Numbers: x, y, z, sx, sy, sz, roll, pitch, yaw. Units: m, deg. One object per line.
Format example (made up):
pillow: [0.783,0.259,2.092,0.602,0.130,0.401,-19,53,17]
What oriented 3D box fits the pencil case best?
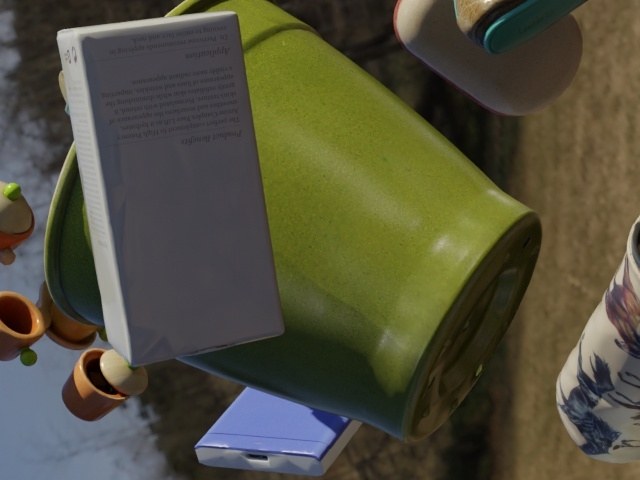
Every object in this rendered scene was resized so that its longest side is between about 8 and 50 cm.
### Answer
pencil case: [0.404,0.115,1.702,0.160,0.184,0.410,45,152,23]

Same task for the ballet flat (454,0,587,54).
ballet flat: [0.289,-0.312,1.470,0.116,0.342,0.124,69,175,-65]

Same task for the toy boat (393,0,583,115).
toy boat: [0.196,-0.251,1.665,0.231,0.151,0.151,35,-169,-13]

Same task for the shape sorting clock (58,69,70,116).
shape sorting clock: [-0.276,-0.144,1.862,0.206,0.040,0.206,46,164,17]

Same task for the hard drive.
hard drive: [-0.018,0.235,2.096,0.318,0.210,0.040,-47,-51,-50]

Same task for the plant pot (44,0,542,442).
plant pot: [0.000,0.000,1.301,0.353,0.366,0.366,29,159,20]

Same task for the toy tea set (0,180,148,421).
toy tea set: [-0.329,0.057,1.639,0.336,0.124,0.200,38,-151,-11]

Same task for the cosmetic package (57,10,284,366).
cosmetic package: [-0.105,-0.039,0.982,0.085,0.117,0.231,-161,63,-69]
